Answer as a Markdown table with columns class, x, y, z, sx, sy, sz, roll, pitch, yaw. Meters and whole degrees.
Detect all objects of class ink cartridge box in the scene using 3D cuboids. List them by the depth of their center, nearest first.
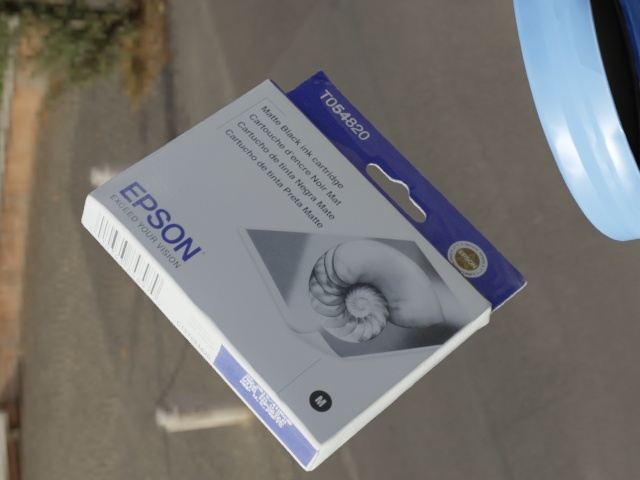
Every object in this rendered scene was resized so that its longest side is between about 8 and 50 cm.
| class | x | y | z | sx | sy | sz | roll | pitch | yaw |
| --- | --- | --- | --- | --- | --- | --- | --- | --- | --- |
| ink cartridge box | 0.000 | 0.000 | 0.897 | 0.223 | 0.224 | 0.045 | 46 | 148 | 12 |

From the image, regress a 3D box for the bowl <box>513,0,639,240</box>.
| class | x | y | z | sx | sy | sz | roll | pitch | yaw |
| --- | --- | --- | --- | --- | --- | --- | --- | --- | --- |
| bowl | 0.285 | -0.184 | 1.321 | 0.077 | 0.391 | 0.391 | -12 | 80 | 28 |
